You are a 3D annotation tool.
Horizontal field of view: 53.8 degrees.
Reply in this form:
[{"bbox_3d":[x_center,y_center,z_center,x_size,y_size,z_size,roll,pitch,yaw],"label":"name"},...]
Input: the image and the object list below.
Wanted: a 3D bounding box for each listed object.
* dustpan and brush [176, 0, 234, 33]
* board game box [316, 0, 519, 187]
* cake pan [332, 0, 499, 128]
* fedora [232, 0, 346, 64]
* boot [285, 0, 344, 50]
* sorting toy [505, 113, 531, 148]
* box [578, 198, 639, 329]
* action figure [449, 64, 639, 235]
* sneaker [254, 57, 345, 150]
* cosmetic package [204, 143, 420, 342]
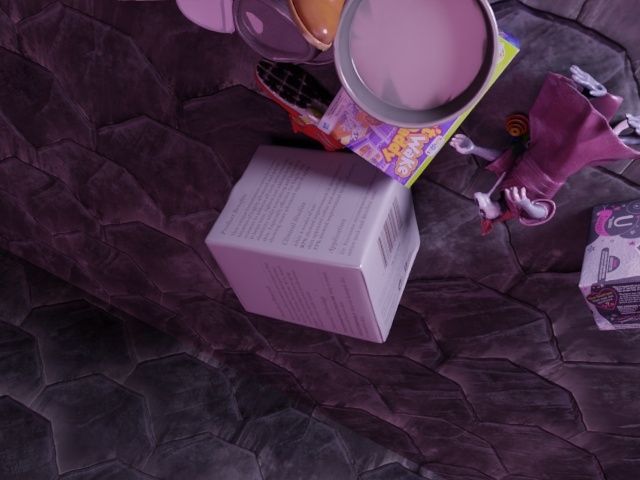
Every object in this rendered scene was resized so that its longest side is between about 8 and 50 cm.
[{"bbox_3d":[-0.283,-0.523,1.341,0.211,0.060,0.147,4,124,4],"label":"dustpan and brush"},{"bbox_3d":[0.182,-0.304,1.236,0.233,0.078,0.347,33,124,-5],"label":"board game box"},{"bbox_3d":[0.169,-0.347,1.134,0.293,0.054,0.293,7,122,12],"label":"cake pan"},{"bbox_3d":[-0.069,-0.446,1.281,0.275,0.124,0.244,34,143,-5],"label":"fedora"},{"bbox_3d":[0.057,-0.468,1.037,0.220,0.283,0.109,-19,143,39],"label":"boot"},{"bbox_3d":[0.418,-0.213,1.304,0.102,0.042,0.061,40,141,-14],"label":"sorting toy"},{"bbox_3d":[0.638,0.042,1.286,0.163,0.247,0.142,-10,126,39],"label":"box"},{"bbox_3d":[0.437,-0.148,1.238,0.276,0.248,0.370,9,136,-26],"label":"action figure"},{"bbox_3d":[-0.049,-0.300,1.455,0.279,0.107,0.118,39,147,-11],"label":"sneaker"},{"bbox_3d":[0.000,0.000,1.553,0.394,0.329,0.327,10,146,24],"label":"cosmetic package"}]
